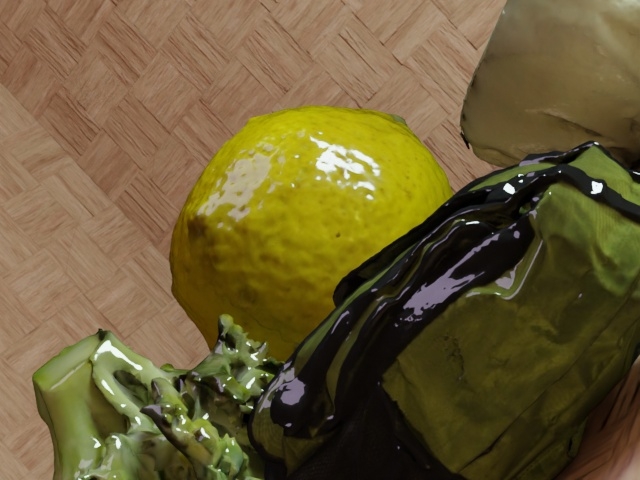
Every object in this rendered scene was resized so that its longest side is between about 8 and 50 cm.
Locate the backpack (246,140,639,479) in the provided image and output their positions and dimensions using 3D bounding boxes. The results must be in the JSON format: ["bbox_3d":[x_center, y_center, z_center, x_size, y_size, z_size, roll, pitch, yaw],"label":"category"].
[{"bbox_3d":[0.079,0.052,0.583,0.253,0.140,0.207,-49,-1,28],"label":"backpack"}]

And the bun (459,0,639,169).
[{"bbox_3d":[0.299,-0.202,1.137,0.360,0.211,0.360,-57,-9,-14],"label":"bun"}]

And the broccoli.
[{"bbox_3d":[-0.152,0.235,1.056,0.334,0.272,0.324,-36,37,-12],"label":"broccoli"}]

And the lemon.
[{"bbox_3d":[0.000,0.000,1.331,0.387,0.350,0.350,-52,2,-14],"label":"lemon"}]
